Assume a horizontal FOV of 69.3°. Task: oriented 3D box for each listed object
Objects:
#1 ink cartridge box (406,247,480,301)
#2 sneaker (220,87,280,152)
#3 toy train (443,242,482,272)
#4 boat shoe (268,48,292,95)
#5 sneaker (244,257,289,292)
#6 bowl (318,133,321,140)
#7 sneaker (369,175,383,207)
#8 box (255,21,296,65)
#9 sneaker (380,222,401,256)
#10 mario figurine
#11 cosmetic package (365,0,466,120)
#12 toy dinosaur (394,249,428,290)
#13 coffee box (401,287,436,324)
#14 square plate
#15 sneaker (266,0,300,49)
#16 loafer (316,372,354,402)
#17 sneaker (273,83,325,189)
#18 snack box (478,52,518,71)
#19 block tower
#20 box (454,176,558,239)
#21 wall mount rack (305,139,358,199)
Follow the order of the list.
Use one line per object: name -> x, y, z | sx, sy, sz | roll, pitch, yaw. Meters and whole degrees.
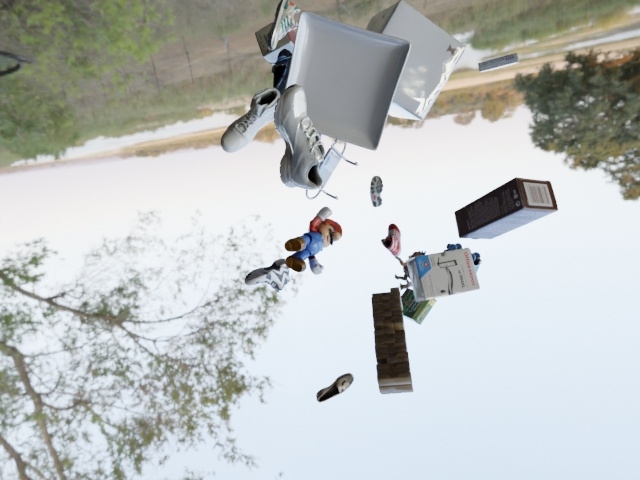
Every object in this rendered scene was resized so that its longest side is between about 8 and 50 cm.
ink cartridge box -> 0.409, 0.114, 1.547 | 0.203, 0.148, 0.086 | -10, 170, -13
sneaker -> -0.270, -0.467, 1.757 | 0.292, 0.108, 0.169 | -46, 177, -15
toy train -> 0.654, 0.083, 2.143 | 0.184, 0.105, 0.080 | 32, -156, 37
boat shoe -> -0.156, -0.711, 1.924 | 0.089, 0.258, 0.109 | 22, 138, -39
sneaker -> -0.239, 0.196, 2.181 | 0.235, 0.152, 0.094 | -29, -149, -34
bowl -> -0.051, -0.501, 2.083 | 0.077, 0.390, 0.391 | 3, -168, -7
sneaker -> 0.256, -0.239, 2.221 | 0.068, 0.169, 0.071 | -14, -140, -15
box -> -0.175, -0.899, 2.149 | 0.149, 0.126, 0.232 | -21, 174, 18
sneaker -> 0.214, -0.014, 1.412 | 0.042, 0.067, 0.118 | -25, -131, 28
mario figurine -> 0.000, 0.000, 1.749 | 0.198, 0.170, 0.320 | -53, 172, 34
cosmetic package -> 0.318, -0.733, 1.939 | 0.328, 0.329, 0.393 | 27, -170, -17
toy dinosaur -> 0.474, 0.153, 2.244 | 0.201, 0.127, 0.295 | -9, -129, -15
coffee box -> 0.351, 0.245, 1.750 | 0.113, 0.040, 0.184 | -52, -164, -6
square plate -> 0.067, -0.494, 1.458 | 0.344, 0.347, 0.049 | 18, -150, 3
sneaker -> -0.109, -0.656, 1.422 | 0.075, 0.161, 0.057 | 17, 178, -25
loafer -> 0.044, 0.425, 1.321 | 0.125, 0.045, 0.039 | -33, 180, 1
sneaker -> -0.043, -0.271, 1.253 | 0.129, 0.297, 0.111 | 22, -136, 34
snack box -> 0.690, -0.687, 1.791 | 0.141, 0.037, 0.100 | -7, -168, 28
block tower -> 0.200, 0.282, 1.322 | 0.097, 0.090, 0.335 | -7, -145, 10
box -> 0.762, -0.123, 1.937 | 0.191, 0.143, 0.381 | 2, 160, -24
wall mount rack -> 0.045, -0.344, 2.201 | 0.131, 0.349, 0.304 | 30, 180, 31
